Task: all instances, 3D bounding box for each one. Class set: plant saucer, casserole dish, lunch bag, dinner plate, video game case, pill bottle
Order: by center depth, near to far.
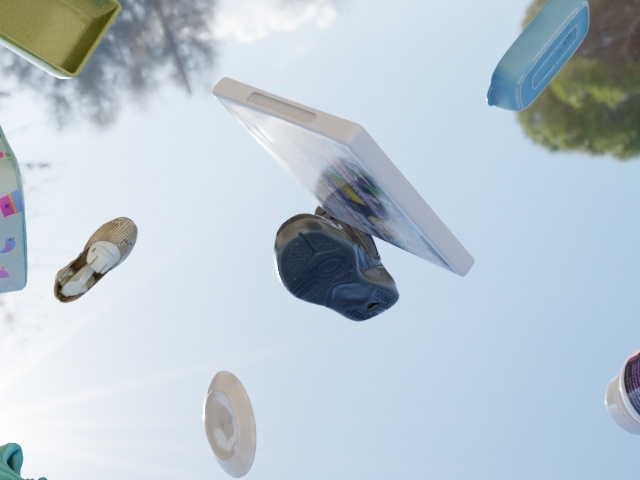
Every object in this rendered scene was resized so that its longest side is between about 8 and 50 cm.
[{"bbox_3d":[0.020,-0.055,0.950,0.183,0.201,0.023,26,-104,46],"label":"video game case"},{"bbox_3d":[0.411,0.158,1.271,0.108,0.108,0.193,-34,170,-30],"label":"pill bottle"},{"bbox_3d":[0.276,-0.234,1.374,0.037,0.114,0.188,36,-99,23],"label":"casserole dish"},{"bbox_3d":[-0.124,0.240,1.451,0.017,0.141,0.141,-5,-166,-34],"label":"dinner plate"},{"bbox_3d":[-0.482,-0.058,1.509,0.108,0.224,0.279,-10,-138,-28],"label":"lunch bag"},{"bbox_3d":[-0.389,-0.310,1.516,0.045,0.188,0.188,-46,-162,42],"label":"plant saucer"}]

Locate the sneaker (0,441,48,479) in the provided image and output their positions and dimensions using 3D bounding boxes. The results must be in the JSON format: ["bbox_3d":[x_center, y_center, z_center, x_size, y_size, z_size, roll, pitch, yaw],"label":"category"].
[{"bbox_3d":[-0.408,0.376,1.526,0.110,0.107,0.275,-34,-132,-16],"label":"sneaker"}]

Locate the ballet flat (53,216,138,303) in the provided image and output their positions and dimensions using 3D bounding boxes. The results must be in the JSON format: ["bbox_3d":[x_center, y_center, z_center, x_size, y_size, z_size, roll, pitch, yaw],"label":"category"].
[{"bbox_3d":[-0.373,0.041,1.838,0.206,0.073,0.067,-43,-159,31],"label":"ballet flat"}]

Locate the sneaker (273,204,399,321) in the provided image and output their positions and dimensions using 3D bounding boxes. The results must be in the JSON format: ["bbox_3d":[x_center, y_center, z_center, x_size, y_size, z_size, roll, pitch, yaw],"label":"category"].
[{"bbox_3d":[0.000,0.000,1.183,0.087,0.227,0.130,-34,-118,14],"label":"sneaker"}]
